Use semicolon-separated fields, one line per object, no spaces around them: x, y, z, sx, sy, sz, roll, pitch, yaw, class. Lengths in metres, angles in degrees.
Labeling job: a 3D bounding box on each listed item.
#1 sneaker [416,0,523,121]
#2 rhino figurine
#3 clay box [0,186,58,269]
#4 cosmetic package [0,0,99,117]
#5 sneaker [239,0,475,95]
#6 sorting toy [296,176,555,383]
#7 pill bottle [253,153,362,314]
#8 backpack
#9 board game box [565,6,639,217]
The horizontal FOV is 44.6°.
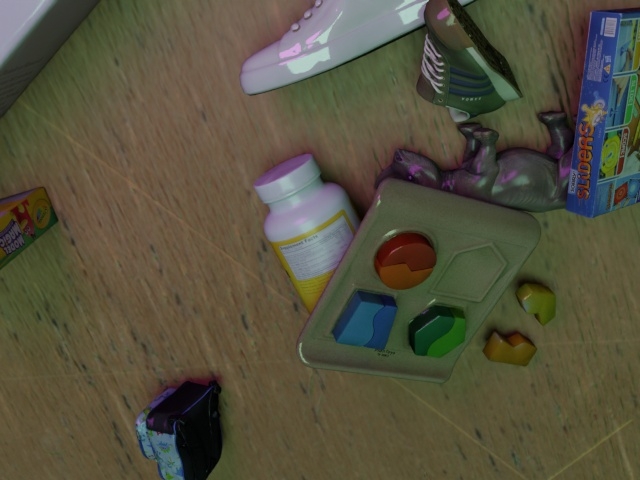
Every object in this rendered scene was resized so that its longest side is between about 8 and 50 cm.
0.131;-0.169;0.781;0.086;0.192;0.064;-27;63;25;sneaker
0.179;-0.073;0.855;0.243;0.073;0.106;-7;108;8;rhino figurine
-0.390;0.010;0.846;0.127;0.222;0.053;-15;110;10;clay box
-0.374;-0.259;0.774;0.230;0.161;0.453;43;107;-12;cosmetic package
0.035;-0.249;0.788;0.290;0.106;0.123;-26;102;3;sneaker
0.149;0.066;0.856;0.307;0.041;0.229;12;117;-27;sorting toy
0.000;0.000;0.879;0.103;0.103;0.184;-24;107;13;pill bottle
-0.175;0.247;0.990;0.084;0.105;0.114;3;114;27;backpack
0.317;-0.133;0.799;0.136;0.035;0.201;-14;116;-35;board game box
